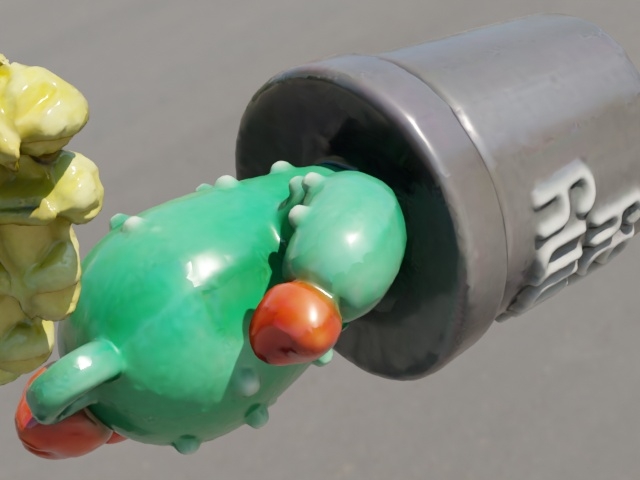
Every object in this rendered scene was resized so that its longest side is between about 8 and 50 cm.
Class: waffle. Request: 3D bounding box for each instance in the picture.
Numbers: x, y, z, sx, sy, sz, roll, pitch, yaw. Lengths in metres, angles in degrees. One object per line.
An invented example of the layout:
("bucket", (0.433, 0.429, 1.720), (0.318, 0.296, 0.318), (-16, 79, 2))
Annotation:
("waffle", (-0.209, -0.048, 0.816), (0.056, 0.261, 0.250), (-51, -4, -36))

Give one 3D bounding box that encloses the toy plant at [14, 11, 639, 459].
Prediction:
("toy plant", (0.008, 0.000, 0.991), (0.400, 0.185, 0.279), (-25, 17, -33))
